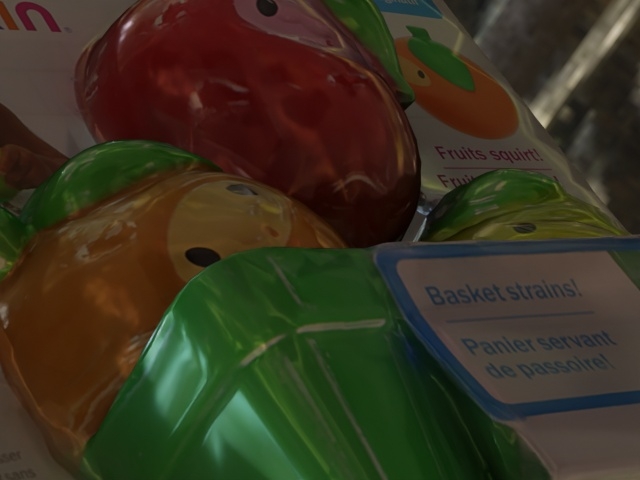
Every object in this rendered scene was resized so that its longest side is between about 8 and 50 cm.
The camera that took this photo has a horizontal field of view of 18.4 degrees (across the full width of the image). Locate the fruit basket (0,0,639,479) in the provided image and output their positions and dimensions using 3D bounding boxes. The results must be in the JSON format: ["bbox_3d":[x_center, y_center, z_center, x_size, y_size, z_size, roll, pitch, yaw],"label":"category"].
[{"bbox_3d":[0.000,0.000,0.590,0.327,0.165,0.353,-1,-129,-40],"label":"fruit basket"}]
